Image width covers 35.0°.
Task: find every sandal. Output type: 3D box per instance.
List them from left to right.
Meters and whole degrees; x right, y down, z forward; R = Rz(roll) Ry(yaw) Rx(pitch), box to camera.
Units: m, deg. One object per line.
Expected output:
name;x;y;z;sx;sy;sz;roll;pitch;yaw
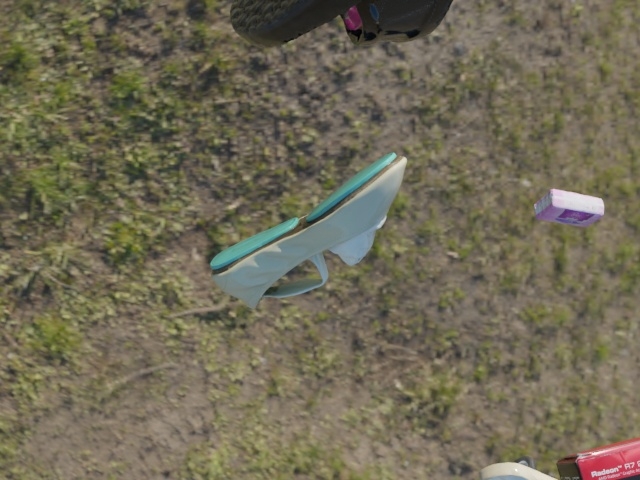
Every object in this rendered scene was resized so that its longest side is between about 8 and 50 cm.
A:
sandal;0.078;-0.211;0.750;0.107;0.446;0.167;42;65;-28

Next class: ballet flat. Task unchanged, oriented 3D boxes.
ballet flat;0.000;0.000;1.014;0.086;0.248;0.086;38;36;-35

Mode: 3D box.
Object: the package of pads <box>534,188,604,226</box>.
package of pads;0.345;-0.045;1.409;0.083;0.050;0.032;9;67;-16

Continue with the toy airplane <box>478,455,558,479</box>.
toy airplane;0.421;0.444;1.461;0.384;0.386;0.272;73;31;-55

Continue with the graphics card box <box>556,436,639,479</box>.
graphics card box;0.404;0.375;1.025;0.233;0.094;0.370;-13;77;-5
